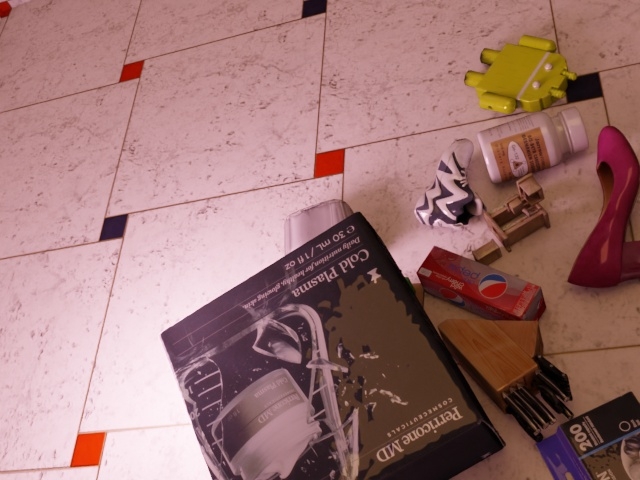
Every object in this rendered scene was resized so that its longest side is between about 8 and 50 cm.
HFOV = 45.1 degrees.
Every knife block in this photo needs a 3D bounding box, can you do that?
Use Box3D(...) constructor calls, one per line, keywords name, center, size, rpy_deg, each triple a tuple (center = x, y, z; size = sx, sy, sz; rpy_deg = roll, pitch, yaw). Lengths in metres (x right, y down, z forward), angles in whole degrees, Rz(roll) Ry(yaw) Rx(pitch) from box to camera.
Box3D(name="knife block", center=(0.351, 0.274, 1.502), size=(0.276, 0.088, 0.242), rpy_deg=(-1, 46, 26))

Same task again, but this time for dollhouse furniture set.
Box3D(name="dollhouse furniture set", center=(0.391, -0.059, 1.696), size=(0.182, 0.161, 0.101), rpy_deg=(-31, 50, 1))

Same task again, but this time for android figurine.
Box3D(name="android figurine", center=(0.510, -0.417, 1.959), size=(0.273, 0.056, 0.248), rpy_deg=(25, 71, 37))

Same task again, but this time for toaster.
Box3D(name="toaster", center=(0.000, 0.000, 1.858), size=(0.227, 0.129, 0.146), rpy_deg=(-19, 48, 14))

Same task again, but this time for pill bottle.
Box3D(name="pill bottle", center=(0.491, -0.224, 1.785), size=(0.229, 0.131, 0.131), rpy_deg=(-17, 52, 13))

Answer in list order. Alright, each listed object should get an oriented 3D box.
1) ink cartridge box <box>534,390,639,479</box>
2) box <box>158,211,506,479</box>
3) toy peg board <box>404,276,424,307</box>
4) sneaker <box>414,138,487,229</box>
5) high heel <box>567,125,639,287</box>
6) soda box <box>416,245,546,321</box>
Box3D(name="ink cartridge box", center=(0.524, 0.405, 1.393), size=(0.208, 0.045, 0.206), rpy_deg=(-29, 51, 6))
Box3D(name="box", center=(0.016, 0.290, 1.496), size=(0.480, 0.297, 0.471), rpy_deg=(-32, 60, 5))
Box3D(name="toy peg board", center=(0.140, 0.157, 1.715), size=(0.161, 0.079, 0.160), rpy_deg=(-5, 56, 22))
Box3D(name="sneaker", center=(0.340, -0.123, 1.809), size=(0.153, 0.094, 0.235), rpy_deg=(23, 70, 33))
Box3D(name="high heel", center=(0.587, -0.081, 1.637), size=(0.182, 0.127, 0.377), rpy_deg=(-7, 58, 8))
Box3D(name="soda box", center=(0.341, 0.106, 1.649), size=(0.263, 0.092, 0.083), rpy_deg=(24, 69, 35))
